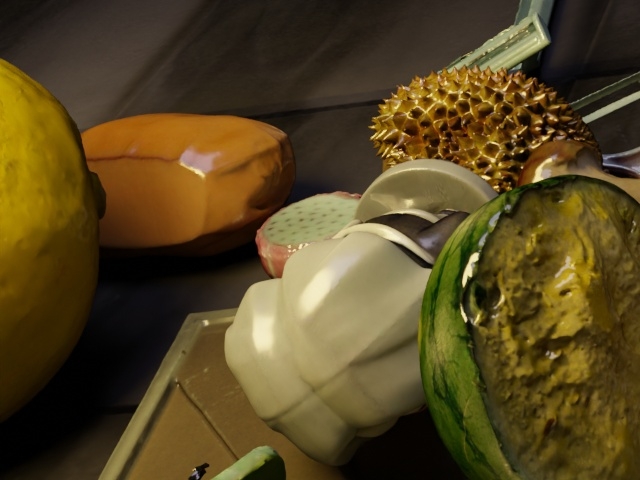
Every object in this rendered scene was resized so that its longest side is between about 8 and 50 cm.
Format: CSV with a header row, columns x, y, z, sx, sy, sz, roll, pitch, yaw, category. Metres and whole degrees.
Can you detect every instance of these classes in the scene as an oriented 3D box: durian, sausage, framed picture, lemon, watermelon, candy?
x,y,z,sx,sy,sz,roll,pitch,yaw,category
0.127,-0.054,1.398,0.168,0.158,0.137,-3,44,24,durian
-0.136,-0.046,1.588,0.241,0.120,0.136,-3,15,28,sausage
-0.001,0.153,1.213,0.326,0.028,0.446,-8,27,20,framed picture
-0.328,0.005,1.382,0.348,0.348,0.348,-14,26,7,lemon
0.136,0.079,1.078,0.127,0.232,0.204,-18,19,48,watermelon
0.000,0.000,1.499,0.103,0.043,0.103,-13,24,6,candy

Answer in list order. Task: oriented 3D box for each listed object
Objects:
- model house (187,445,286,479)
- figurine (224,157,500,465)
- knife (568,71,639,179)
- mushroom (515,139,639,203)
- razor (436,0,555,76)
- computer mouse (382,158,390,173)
x,y,z,sx,sy,sz,roll,pitch,yaw,category
-0.019,0.301,0.781,0.313,0.242,0.358,29,38,29,model house
0.029,0.048,1.213,0.176,0.133,0.236,-40,4,31,figurine
0.287,-0.041,1.370,0.123,0.053,0.278,-29,39,-11,knife
0.274,0.008,1.149,0.350,0.128,0.128,13,39,37,mushroom
0.196,-0.203,1.778,0.111,0.056,0.278,-32,11,27,razor
0.105,-0.063,1.556,0.102,0.045,0.199,-10,27,9,computer mouse
